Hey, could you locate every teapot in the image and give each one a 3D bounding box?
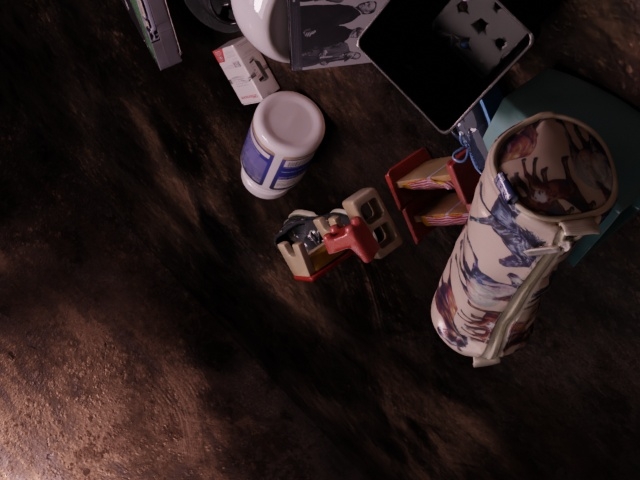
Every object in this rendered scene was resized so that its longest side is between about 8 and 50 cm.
[{"bbox_3d":[-0.059,-0.435,1.413,0.187,0.252,0.256,47,129,27],"label":"teapot"}]

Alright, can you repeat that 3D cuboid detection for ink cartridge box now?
[{"bbox_3d":[-0.161,-0.371,1.867,0.099,0.056,0.135,6,130,57],"label":"ink cartridge box"}]

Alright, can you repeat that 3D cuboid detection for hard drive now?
[{"bbox_3d":[-0.405,-0.564,1.855,0.339,0.064,0.237,60,169,30],"label":"hard drive"}]

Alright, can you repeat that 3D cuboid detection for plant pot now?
[{"bbox_3d":[0.364,-0.123,1.242,0.234,0.165,0.165,48,155,17],"label":"plant pot"},{"bbox_3d":[0.202,-0.294,1.212,0.188,0.167,0.187,47,127,7],"label":"plant pot"}]

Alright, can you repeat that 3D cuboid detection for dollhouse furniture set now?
[{"bbox_3d":[0.142,-0.023,1.485,0.201,0.374,0.152,-1,120,61],"label":"dollhouse furniture set"}]

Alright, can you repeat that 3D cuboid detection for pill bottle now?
[{"bbox_3d":[-0.092,-0.199,1.879,0.153,0.153,0.265,47,154,6],"label":"pill bottle"}]

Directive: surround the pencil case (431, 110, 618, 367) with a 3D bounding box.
[{"bbox_3d":[0.267,0.021,1.190,0.159,0.184,0.410,7,146,-1],"label":"pencil case"}]

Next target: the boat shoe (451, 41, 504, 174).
[{"bbox_3d":[0.256,-0.193,1.394,0.089,0.109,0.258,-9,105,42],"label":"boat shoe"}]

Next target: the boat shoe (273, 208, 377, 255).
[{"bbox_3d":[-0.002,-0.003,2.045,0.340,0.113,0.127,14,137,52],"label":"boat shoe"}]

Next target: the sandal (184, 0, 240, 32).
[{"bbox_3d":[-0.157,-0.490,1.556,0.167,0.107,0.446,11,159,-15],"label":"sandal"}]

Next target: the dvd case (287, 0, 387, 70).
[{"bbox_3d":[0.068,-0.352,1.348,0.179,0.238,0.030,90,170,-54],"label":"dvd case"}]
